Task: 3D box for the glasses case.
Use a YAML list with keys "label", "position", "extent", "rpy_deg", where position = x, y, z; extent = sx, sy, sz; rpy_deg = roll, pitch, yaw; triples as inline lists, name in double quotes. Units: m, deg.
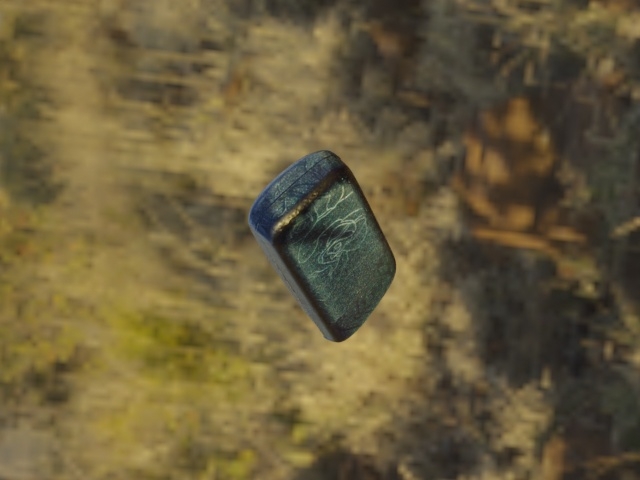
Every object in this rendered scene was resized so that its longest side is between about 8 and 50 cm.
- label: "glasses case"
  position: [0.000, 0.000, 0.568]
  extent: [0.033, 0.023, 0.083]
  rpy_deg: [-50, -26, -10]
